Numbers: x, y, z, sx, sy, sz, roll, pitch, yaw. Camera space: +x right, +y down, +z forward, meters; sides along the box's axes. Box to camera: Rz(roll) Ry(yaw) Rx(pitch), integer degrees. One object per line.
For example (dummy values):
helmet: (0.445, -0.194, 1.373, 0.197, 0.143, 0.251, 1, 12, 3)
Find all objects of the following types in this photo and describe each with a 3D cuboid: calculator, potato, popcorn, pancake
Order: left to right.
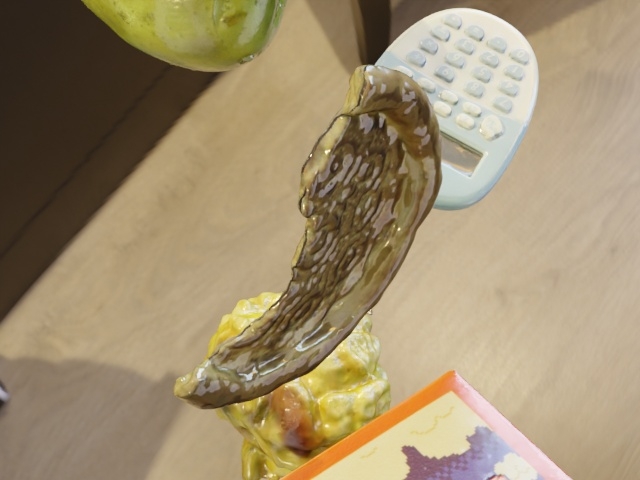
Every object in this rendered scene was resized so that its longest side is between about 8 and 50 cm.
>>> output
potato: (-0.158, -0.304, 1.218, 0.216, 0.216, 0.304, -43, 55, -8)
popcorn: (-0.023, 0.155, 1.227, 0.218, 0.189, 0.169, 17, 40, 40)
pancake: (0.000, 0.000, 0.581, 0.184, 0.190, 0.020, -30, 51, -33)
calculator: (0.132, -0.137, 1.303, 0.188, 0.042, 0.302, 30, 71, 7)

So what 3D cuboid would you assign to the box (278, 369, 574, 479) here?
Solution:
box: (0.084, 0.372, 1.065, 0.319, 0.348, 0.257, -29, 49, -24)
